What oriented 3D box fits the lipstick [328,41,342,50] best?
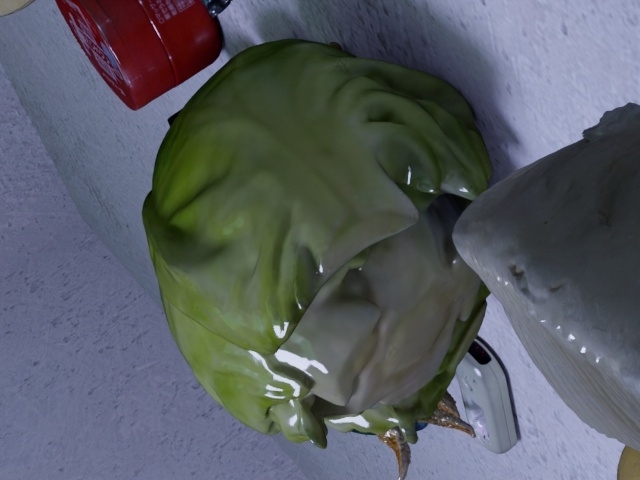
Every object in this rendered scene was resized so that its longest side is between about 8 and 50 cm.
[{"bbox_3d":[0.014,-0.184,1.717,0.037,0.037,0.116,50,161,17],"label":"lipstick"}]

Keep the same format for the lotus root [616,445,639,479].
[{"bbox_3d":[0.353,0.261,1.428,0.303,0.131,0.146,60,165,-20],"label":"lotus root"}]

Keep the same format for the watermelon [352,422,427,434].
[{"bbox_3d":[0.097,0.249,2.381,0.146,0.128,0.231,33,161,9],"label":"watermelon"}]

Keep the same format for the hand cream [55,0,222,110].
[{"bbox_3d":[-0.246,-0.301,2.073,0.230,0.149,0.230,51,169,14],"label":"hand cream"}]

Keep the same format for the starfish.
[{"bbox_3d":[0.075,0.177,2.024,0.293,0.301,0.084,39,126,9],"label":"starfish"}]

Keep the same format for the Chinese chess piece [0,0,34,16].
[{"bbox_3d":[-0.467,-0.420,2.094,0.250,0.097,0.251,12,138,11],"label":"Chinese chess piece"}]

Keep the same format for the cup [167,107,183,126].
[{"bbox_3d":[-0.102,-0.110,2.019,0.177,0.166,0.239,59,165,-4],"label":"cup"}]

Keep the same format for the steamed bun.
[{"bbox_3d":[0.266,0.030,0.959,0.247,0.236,0.383,48,176,-20],"label":"steamed bun"}]

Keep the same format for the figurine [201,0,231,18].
[{"bbox_3d":[-0.159,-0.339,1.857,0.149,0.087,0.086,42,130,-3],"label":"figurine"}]

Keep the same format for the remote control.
[{"bbox_3d":[0.207,0.201,1.973,0.078,0.042,0.221,47,166,36],"label":"remote control"}]

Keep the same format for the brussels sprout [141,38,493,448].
[{"bbox_3d":[-0.018,-0.006,1.576,0.361,0.342,0.425,39,150,28],"label":"brussels sprout"}]
